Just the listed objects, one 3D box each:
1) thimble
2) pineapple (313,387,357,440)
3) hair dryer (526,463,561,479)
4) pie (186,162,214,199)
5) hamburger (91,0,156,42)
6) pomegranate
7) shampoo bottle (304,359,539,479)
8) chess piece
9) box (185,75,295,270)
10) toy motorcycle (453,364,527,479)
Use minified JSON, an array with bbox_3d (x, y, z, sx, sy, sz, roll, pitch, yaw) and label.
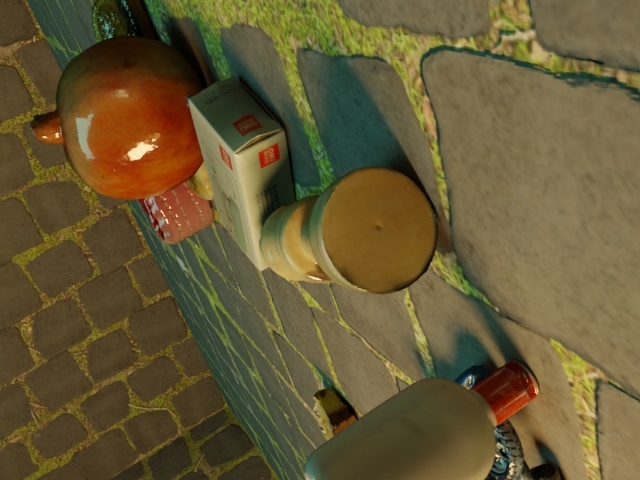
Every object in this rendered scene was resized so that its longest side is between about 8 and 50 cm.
[{"bbox_3d":[-0.324,-0.092,1.545,0.163,0.125,0.190,29,145,58],"label":"thimble"},{"bbox_3d":[0.031,0.342,1.334,0.137,0.069,0.116,58,163,12],"label":"pineapple"},{"bbox_3d":[0.262,0.292,0.655,0.199,0.067,0.167,-28,86,62],"label":"hair dryer"},{"bbox_3d":[-0.253,-0.160,1.369,0.185,0.052,0.218,55,165,0],"label":"pie"},{"bbox_3d":[-0.343,-0.356,1.246,0.137,0.087,0.166,41,154,47],"label":"hamburger"},{"bbox_3d":[-0.306,-0.187,1.110,0.229,0.270,0.252,60,158,29],"label":"pomegranate"},{"bbox_3d":[0.099,0.181,0.632,0.108,0.221,0.051,59,164,5],"label":"shampoo bottle"},{"bbox_3d":[0.000,0.000,0.824,0.117,0.117,0.397,62,165,-5],"label":"chess piece"},{"bbox_3d":[-0.103,-0.089,1.010,0.135,0.079,0.269,49,160,31],"label":"box"},{"bbox_3d":[0.152,0.227,0.787,0.136,0.092,0.254,62,156,29],"label":"toy motorcycle"}]
